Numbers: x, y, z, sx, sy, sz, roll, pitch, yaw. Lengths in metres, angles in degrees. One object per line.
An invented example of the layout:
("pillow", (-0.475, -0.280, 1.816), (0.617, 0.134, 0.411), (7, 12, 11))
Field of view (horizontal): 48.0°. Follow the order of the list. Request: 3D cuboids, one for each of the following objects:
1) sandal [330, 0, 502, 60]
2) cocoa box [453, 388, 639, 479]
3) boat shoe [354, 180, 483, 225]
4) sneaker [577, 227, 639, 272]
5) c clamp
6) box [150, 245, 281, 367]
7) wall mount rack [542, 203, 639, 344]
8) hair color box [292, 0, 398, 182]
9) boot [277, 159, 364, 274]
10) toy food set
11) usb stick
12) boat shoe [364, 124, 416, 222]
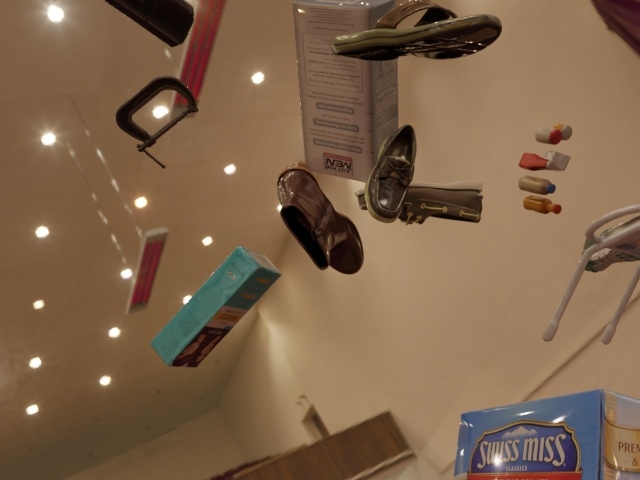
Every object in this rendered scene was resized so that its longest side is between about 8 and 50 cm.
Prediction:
("sandal", (0.144, -0.347, 1.168), (0.120, 0.303, 0.086), (4, -88, -54))
("cocoa box", (0.318, 0.293, 0.656), (0.347, 0.228, 0.231), (17, -22, -14))
("boat shoe", (0.221, -0.079, 1.568), (0.305, 0.091, 0.109), (-2, -3, -21))
("sneaker", (0.573, 0.005, 1.395), (0.065, 0.076, 0.166), (29, -30, -25))
("c clamp", (-0.271, -0.208, 1.225), (0.161, 0.022, 0.137), (-38, -48, 24))
("box", (-0.187, 0.123, 1.297), (0.244, 0.060, 0.100), (-48, -23, 8))
("wall mount rack", (0.531, 0.058, 1.194), (0.350, 0.130, 0.304), (10, -34, -40))
("hair color box", (0.060, -0.322, 1.530), (0.113, 0.185, 0.374), (-37, -47, -45))
("boot", (0.000, 0.000, 1.174), (0.090, 0.207, 0.248), (-26, -65, 13))
("toy food set", (0.571, -0.185, 1.773), (0.111, 0.104, 0.232), (26, -91, -33))
("usb stick", (-0.290, -0.371, 1.016), (0.278, 0.045, 0.077), (28, -102, -48))
("boat shoe", (0.139, -0.135, 1.370), (0.080, 0.223, 0.073), (20, -38, -4))
